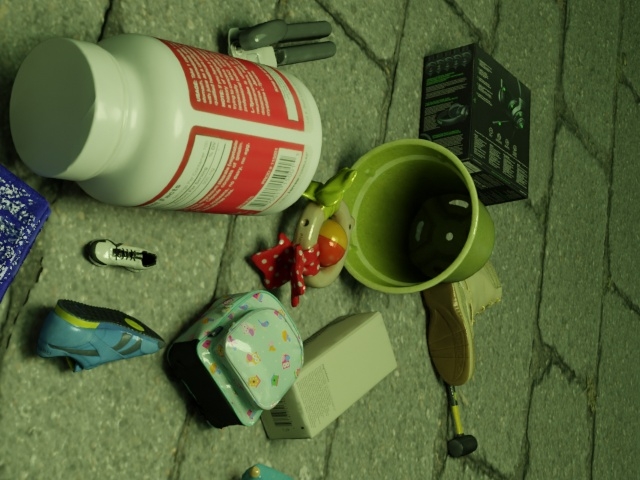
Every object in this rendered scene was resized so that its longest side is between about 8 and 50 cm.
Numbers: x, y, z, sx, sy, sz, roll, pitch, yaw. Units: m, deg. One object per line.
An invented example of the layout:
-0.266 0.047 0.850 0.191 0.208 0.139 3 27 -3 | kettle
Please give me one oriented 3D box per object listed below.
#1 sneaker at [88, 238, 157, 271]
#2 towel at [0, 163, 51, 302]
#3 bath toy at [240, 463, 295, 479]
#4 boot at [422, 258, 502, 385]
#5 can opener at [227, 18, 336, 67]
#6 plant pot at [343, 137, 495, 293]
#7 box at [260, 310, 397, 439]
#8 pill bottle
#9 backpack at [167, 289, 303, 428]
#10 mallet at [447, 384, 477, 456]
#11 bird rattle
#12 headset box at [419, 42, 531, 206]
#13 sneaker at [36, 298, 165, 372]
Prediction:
-0.274 0.019 1.456 0.109 0.044 0.040 12 75 -48 | sneaker
-0.448 0.021 1.207 0.227 0.076 0.308 46 50 -38 | towel
-0.125 0.478 1.468 0.348 0.151 0.129 -49 165 -53 | bath toy
0.298 0.153 2.116 0.203 0.095 0.261 -3 78 -53 | boot
-0.051 -0.335 1.772 0.283 0.095 0.075 -21 100 -51 | can opener
0.197 -0.023 1.918 0.254 0.276 0.276 20 67 -61 | plant pot
0.011 0.220 1.734 0.275 0.094 0.113 -29 105 -51 | box
-0.203 -0.155 1.432 0.408 0.229 0.228 4 80 -52 | pill bottle
-0.111 0.165 1.555 0.165 0.144 0.188 57 40 -17 | backpack
0.264 0.339 2.086 0.062 0.039 0.189 -16 90 -50 | mallet
0.000 0.000 1.748 0.207 0.143 0.253 43 52 -57 | bird rattle
0.329 -0.247 2.208 0.246 0.131 0.283 25 64 -46 | headset box
-0.295 0.136 1.400 0.209 0.069 0.082 22 99 -57 | sneaker
